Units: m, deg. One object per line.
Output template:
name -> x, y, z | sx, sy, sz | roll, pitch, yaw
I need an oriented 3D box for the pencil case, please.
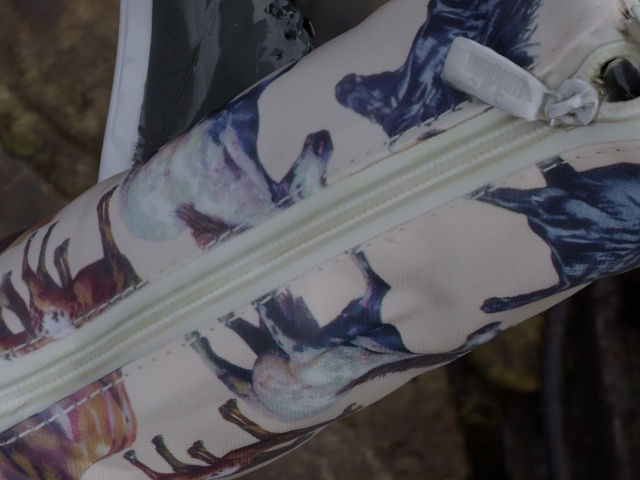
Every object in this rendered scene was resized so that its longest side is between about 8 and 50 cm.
pencil case -> 0.000, 0.000, 0.778 | 0.183, 0.410, 0.160 | 3, 61, -60

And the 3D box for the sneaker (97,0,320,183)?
sneaker -> -0.021, -0.109, 0.905 | 0.147, 0.104, 0.295 | 9, 106, 5
